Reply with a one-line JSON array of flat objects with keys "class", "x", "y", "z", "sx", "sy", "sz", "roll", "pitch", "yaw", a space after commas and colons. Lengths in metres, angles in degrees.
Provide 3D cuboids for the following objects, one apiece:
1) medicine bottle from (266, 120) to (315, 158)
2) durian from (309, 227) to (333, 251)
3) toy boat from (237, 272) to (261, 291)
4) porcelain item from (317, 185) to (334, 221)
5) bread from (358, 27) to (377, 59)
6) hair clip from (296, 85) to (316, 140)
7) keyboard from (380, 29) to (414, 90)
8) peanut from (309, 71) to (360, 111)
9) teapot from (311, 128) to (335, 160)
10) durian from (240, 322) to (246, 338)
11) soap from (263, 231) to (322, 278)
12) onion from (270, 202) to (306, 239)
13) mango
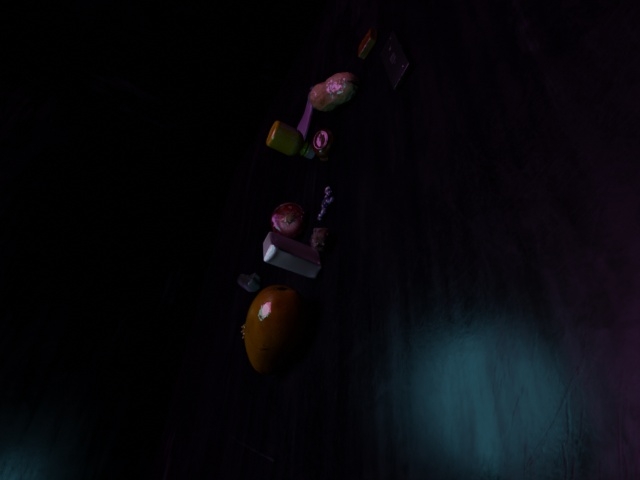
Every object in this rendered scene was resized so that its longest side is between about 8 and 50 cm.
[{"class": "medicine bottle", "x": -0.122, "y": -0.434, "z": 1.972, "sx": 0.122, "sy": 0.212, "sz": 0.121, "roll": -52, "pitch": 25, "yaw": 37}, {"class": "durian", "x": 0.000, "y": 0.000, "z": 1.406, "sx": 0.080, "sy": 0.080, "sz": 0.091, "roll": -51, "pitch": 5, "yaw": 39}, {"class": "toy boat", "x": -0.336, "y": 0.190, "z": 2.093, "sx": 0.085, "sy": 0.078, "sz": 0.260, "roll": -48, "pitch": 17, "yaw": -14}, {"class": "porcelain item", "x": 0.028, "y": -0.136, "z": 1.560, "sx": 0.075, "sy": 0.021, "sz": 0.136, "roll": -21, "pitch": 50, "yaw": 58}, {"class": "bread", "x": 0.191, "y": -0.800, "z": 1.803, "sx": 0.094, "sy": 0.035, "sz": 0.090, "roll": -48, "pitch": 28, "yaw": 45}, {"class": "hair clip", "x": -0.071, "y": -0.592, "z": 2.225, "sx": 0.096, "sy": 0.110, "sz": 0.358, "roll": -29, "pitch": -22, "yaw": -49}, {"class": "keyboard", "x": 0.249, "y": -0.597, "z": 1.458, "sx": 0.317, "sy": 0.027, "sz": 0.106, "roll": -91, "pitch": 27, "yaw": -48}, {"class": "peanut", "x": 0.056, "y": -0.607, "z": 1.827, "sx": 0.290, "sy": 0.130, "sz": 0.130, "roll": 4, "pitch": 73, "yaw": 63}, {"class": "teapot", "x": 0.017, "y": -0.383, "z": 1.780, "sx": 0.098, "sy": 0.078, "sz": 0.129, "roll": -5, "pitch": 74, "yaw": 24}, {"class": "durian", "x": -0.192, "y": 0.334, "z": 1.553, "sx": 0.182, "sy": 0.165, "sz": 0.132, "roll": -13, "pitch": 12, "yaw": 40}, {"class": "soap", "x": -0.091, "y": 0.046, "z": 1.439, "sx": 0.063, "sy": 0.183, "sz": 0.121, "roll": -61, "pitch": 20, "yaw": 20}, {"class": "onion", "x": -0.119, "y": -0.069, "z": 1.759, "sx": 0.140, "sy": 0.150, "sz": 0.150, "roll": 65, "pitch": -138, "yaw": -74}, {"class": "mango", "x": -0.144, "y": 0.276, "z": 1.367, "sx": 0.211, "sy": 0.173, "sz": 0.317, "roll": 53, "pitch": 132, "yaw": 44}]
